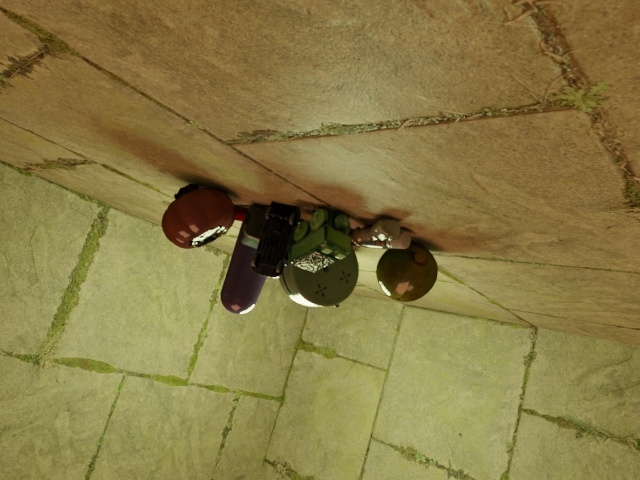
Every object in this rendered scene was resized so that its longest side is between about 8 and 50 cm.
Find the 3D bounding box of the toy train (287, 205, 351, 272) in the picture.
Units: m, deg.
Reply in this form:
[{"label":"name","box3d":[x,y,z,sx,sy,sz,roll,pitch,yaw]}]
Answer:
[{"label":"toy train","box3d":[0.000,0.000,1.948,0.159,0.188,0.271,25,142,-32]}]

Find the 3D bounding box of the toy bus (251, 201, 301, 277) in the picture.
[{"label":"toy bus","box3d":[-0.170,0.006,2.042,0.125,0.292,0.133,13,171,15]}]

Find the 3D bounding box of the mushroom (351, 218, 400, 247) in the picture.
[{"label":"mushroom","box3d":[0.195,-0.028,1.862,0.092,0.081,0.223,-15,-179,-33]}]

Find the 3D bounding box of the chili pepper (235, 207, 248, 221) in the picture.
[{"label":"chili pepper","box3d":[-0.347,-0.116,2.298,0.272,0.064,0.071,7,178,29]}]

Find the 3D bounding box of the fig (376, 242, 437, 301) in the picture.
[{"label":"fig","box3d":[0.344,0.115,2.030,0.239,0.240,0.271,15,155,4]}]

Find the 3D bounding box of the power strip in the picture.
[{"label":"power strip","box3d":[-0.007,0.134,2.265,0.357,0.358,0.161,21,165,-24]}]

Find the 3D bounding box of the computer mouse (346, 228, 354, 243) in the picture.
[{"label":"computer mouse","box3d":[0.089,-0.013,2.146,0.231,0.071,0.126,24,166,-38]}]

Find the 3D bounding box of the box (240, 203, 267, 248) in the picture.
[{"label":"box","box3d":[-0.225,-0.040,2.180,0.226,0.162,0.130,20,146,-20]}]

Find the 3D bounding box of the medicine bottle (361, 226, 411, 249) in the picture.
[{"label":"medicine bottle","box3d":[0.240,-0.007,1.937,0.203,0.084,0.083,5,164,43]}]

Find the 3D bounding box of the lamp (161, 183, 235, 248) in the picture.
[{"label":"lamp","box3d":[-0.501,-0.106,2.095,0.240,0.305,0.305,60,175,11]}]

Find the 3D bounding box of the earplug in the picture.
[{"label":"earplug","box3d":[-0.332,0.121,2.409,0.215,0.456,0.215,18,169,4]}]
